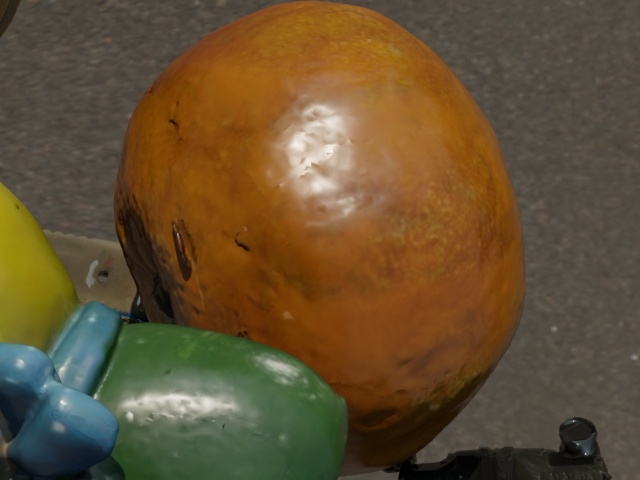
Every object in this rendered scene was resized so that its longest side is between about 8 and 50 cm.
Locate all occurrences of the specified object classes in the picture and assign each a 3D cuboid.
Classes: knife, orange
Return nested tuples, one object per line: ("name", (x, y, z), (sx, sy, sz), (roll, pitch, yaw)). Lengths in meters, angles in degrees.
("knife", (-0.274, 0.015, 0.989), (0.043, 0.365, 0.089), (70, 31, -66))
("orange", (0.000, 0.000, 0.822), (0.226, 0.284, 0.284), (-16, 101, -14))

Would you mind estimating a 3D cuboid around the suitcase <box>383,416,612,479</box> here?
("suitcase", (0.112, 0.299, 0.807), (0.335, 0.152, 0.230), (-82, 165, -55))

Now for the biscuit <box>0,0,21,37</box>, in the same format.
("biscuit", (-0.327, -0.183, 0.892), (0.312, 0.057, 0.351), (-37, 148, -22))

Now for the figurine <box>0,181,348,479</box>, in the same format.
("figurine", (-0.124, 0.075, 0.491), (0.234, 0.127, 0.185), (24, 111, -14))
